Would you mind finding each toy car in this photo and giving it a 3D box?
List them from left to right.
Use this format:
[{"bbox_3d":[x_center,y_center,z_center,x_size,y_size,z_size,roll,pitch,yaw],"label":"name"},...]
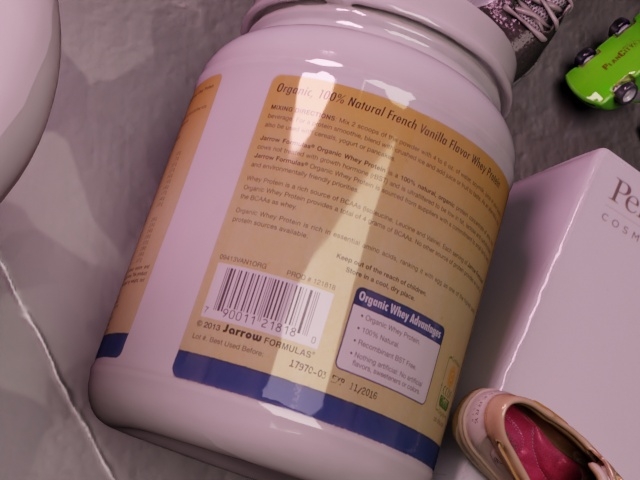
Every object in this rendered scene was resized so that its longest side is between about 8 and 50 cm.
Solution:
[{"bbox_3d":[0.311,-0.189,0.928,0.225,0.053,0.239,-40,56,-2],"label":"toy car"}]

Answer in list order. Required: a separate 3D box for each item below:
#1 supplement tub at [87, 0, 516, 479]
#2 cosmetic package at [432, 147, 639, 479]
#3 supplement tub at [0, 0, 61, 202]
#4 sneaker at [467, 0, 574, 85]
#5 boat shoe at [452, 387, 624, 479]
[{"bbox_3d":[0.000,0.000,0.708,0.228,0.228,0.316,23,74,-16],"label":"supplement tub"},{"bbox_3d":[0.167,0.190,0.775,0.230,0.161,0.453,31,71,-13],"label":"cosmetic package"},{"bbox_3d":[-0.289,-0.071,0.542,0.241,0.331,0.241,6,78,-29],"label":"supplement tub"},{"bbox_3d":[0.196,-0.224,0.873,0.086,0.132,0.229,38,70,-10],"label":"sneaker"},{"bbox_3d":[0.157,0.156,0.657,0.170,0.059,0.063,40,70,-8],"label":"boat shoe"}]
